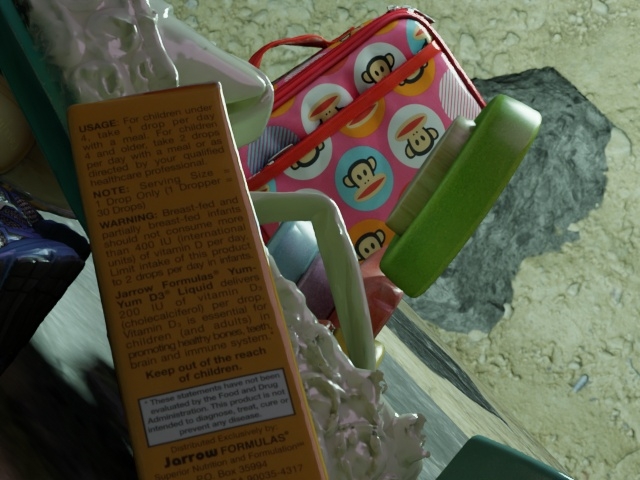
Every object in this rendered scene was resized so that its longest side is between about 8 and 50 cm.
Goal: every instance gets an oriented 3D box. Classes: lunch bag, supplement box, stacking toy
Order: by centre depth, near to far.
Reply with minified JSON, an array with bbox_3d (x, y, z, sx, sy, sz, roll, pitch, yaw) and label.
[{"bbox_3d":[-0.052,0.046,0.753,0.078,0.080,0.233,90,-15,-59],"label":"supplement box"},{"bbox_3d":[0.000,0.000,1.090,0.130,0.279,0.309,34,6,-2],"label":"stacking toy"},{"bbox_3d":[0.022,-0.094,1.771,0.258,0.293,0.120,56,-19,-13],"label":"lunch bag"}]

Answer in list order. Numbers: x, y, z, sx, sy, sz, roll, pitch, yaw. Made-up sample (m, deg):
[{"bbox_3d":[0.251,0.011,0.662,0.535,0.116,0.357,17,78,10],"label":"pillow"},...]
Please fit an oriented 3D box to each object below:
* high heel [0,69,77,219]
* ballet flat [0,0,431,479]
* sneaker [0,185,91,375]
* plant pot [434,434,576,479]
[{"bbox_3d":[-0.200,-0.081,1.001,0.186,0.093,0.261,39,-4,-5],"label":"high heel"},{"bbox_3d":[-0.066,-0.016,0.922,0.409,0.147,0.147,64,11,22],"label":"ballet flat"},{"bbox_3d":[-0.158,0.013,0.768,0.087,0.083,0.221,36,-3,-6],"label":"sneaker"},{"bbox_3d":[0.160,0.241,1.096,0.234,0.166,0.165,39,0,30],"label":"plant pot"}]
